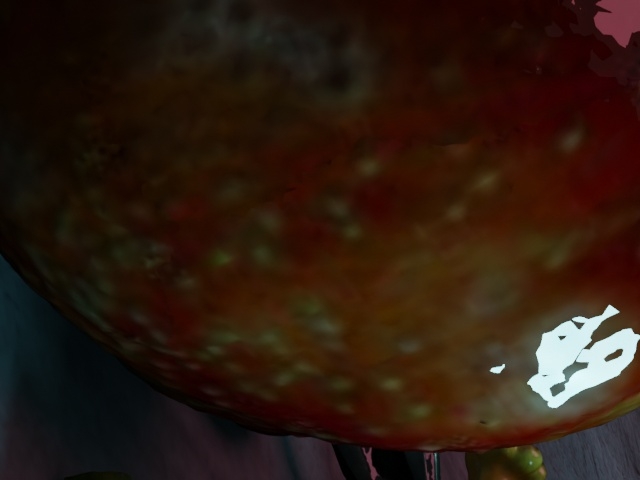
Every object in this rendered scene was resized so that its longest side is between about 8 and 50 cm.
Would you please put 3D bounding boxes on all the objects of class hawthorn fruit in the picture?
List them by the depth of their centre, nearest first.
[{"bbox_3d":[0.049,-0.057,0.641,0.285,0.369,0.284,-51,149,-46],"label":"hawthorn fruit"}]

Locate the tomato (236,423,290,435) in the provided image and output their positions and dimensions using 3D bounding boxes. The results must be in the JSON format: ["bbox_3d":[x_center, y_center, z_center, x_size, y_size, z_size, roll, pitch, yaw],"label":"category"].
[{"bbox_3d":[-0.014,0.046,0.817,0.087,0.075,0.087,-17,90,-73],"label":"tomato"}]

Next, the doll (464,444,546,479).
[{"bbox_3d":[0.104,0.238,0.919,0.141,0.117,0.296,49,24,-35],"label":"doll"}]

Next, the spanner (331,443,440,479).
[{"bbox_3d":[0.000,0.000,0.887,0.040,0.096,0.325,7,64,-74],"label":"spanner"}]

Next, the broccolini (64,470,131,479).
[{"bbox_3d":[-0.053,0.156,0.555,0.067,0.058,0.216,54,20,-41],"label":"broccolini"}]
